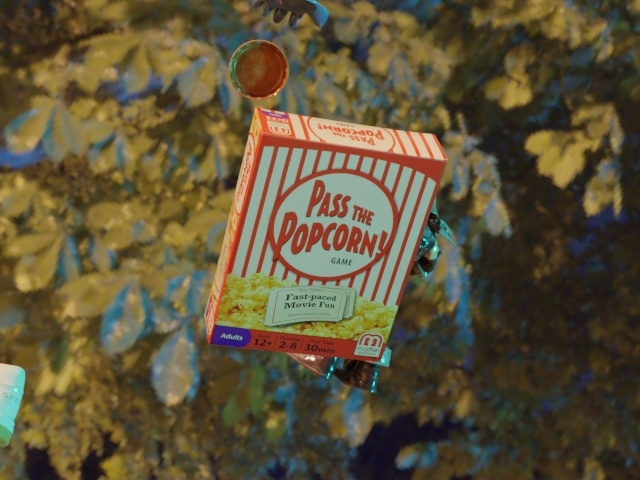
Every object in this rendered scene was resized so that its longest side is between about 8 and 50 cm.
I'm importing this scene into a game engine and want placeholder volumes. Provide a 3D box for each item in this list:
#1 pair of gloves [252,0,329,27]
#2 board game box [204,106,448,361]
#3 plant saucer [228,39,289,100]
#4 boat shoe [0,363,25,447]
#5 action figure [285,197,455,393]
[{"bbox_3d":[-0.074,-0.299,1.418,0.198,0.023,0.159,20,-10,-16],"label":"pair of gloves"},{"bbox_3d":[0.000,0.000,0.957,0.147,0.045,0.193,7,-60,-15],"label":"board game box"},{"bbox_3d":[-0.086,-0.236,1.691,0.083,0.083,0.013,36,5,-15],"label":"plant saucer"},{"bbox_3d":[-0.432,0.131,1.244,0.277,0.096,0.098,15,-23,5],"label":"boat shoe"},{"bbox_3d":[0.071,0.046,1.557,0.185,0.285,0.099,26,2,-40],"label":"action figure"}]
